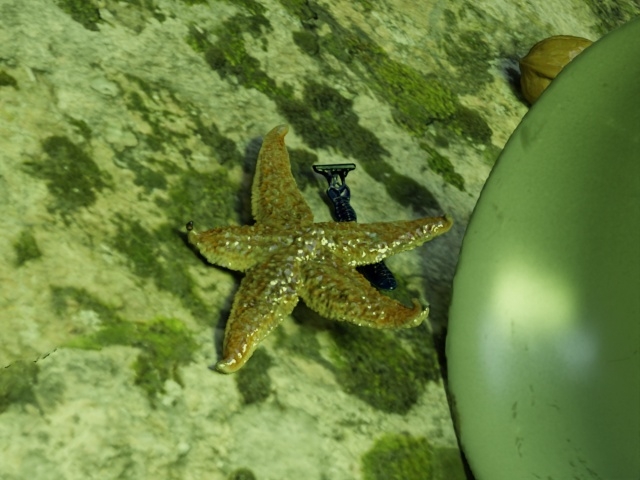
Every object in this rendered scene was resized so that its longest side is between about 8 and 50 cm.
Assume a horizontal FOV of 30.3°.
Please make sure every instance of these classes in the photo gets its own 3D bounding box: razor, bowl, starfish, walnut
[{"bbox_3d":[0.035,-0.009,1.090,0.044,0.028,0.155,-6,53,-25],"label":"razor"},{"bbox_3d":[0.305,0.049,0.912,0.196,0.435,0.435,17,42,-27],"label":"bowl"},{"bbox_3d":[0.000,0.004,1.023,0.231,0.048,0.295,7,43,-1],"label":"starfish"},{"bbox_3d":[0.290,-0.189,1.386,0.124,0.105,0.105,24,41,-5],"label":"walnut"}]
